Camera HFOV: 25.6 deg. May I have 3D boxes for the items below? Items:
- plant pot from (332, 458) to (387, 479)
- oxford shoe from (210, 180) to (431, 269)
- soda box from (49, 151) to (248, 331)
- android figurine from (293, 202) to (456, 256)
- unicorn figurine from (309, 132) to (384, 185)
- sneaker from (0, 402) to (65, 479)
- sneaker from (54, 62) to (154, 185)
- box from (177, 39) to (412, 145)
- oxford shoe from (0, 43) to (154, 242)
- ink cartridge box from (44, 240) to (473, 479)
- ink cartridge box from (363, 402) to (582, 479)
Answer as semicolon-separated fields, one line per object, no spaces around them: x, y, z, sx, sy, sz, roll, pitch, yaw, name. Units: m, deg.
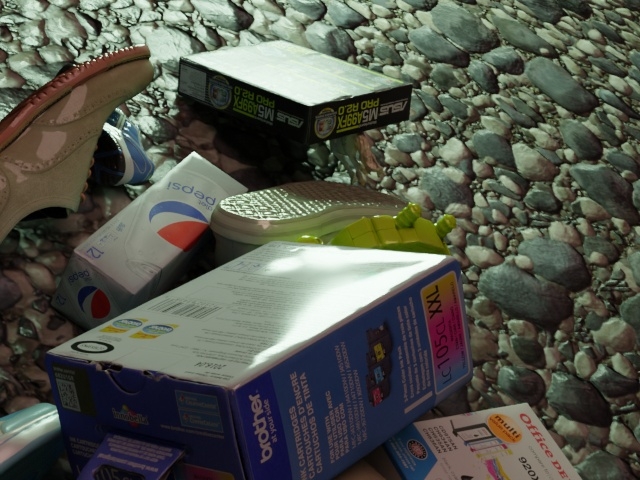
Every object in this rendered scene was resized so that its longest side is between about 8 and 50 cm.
-0.013;0.305;1.412;0.256;0.256;0.274;10;26;-24;plant pot
0.000;0.000;1.846;0.169;0.130;0.449;15;14;28;oxford shoe
-0.203;0.004;1.718;0.091;0.098;0.286;35;37;6;soda box
0.048;0.053;1.666;0.248;0.273;0.056;14;41;-41;android figurine
0.034;-0.133;2.031;0.060;0.162;0.111;-38;104;-31;unicorn figurine
-0.401;0.189;1.356;0.208;0.127;0.319;44;39;16;sneaker
-0.293;-0.148;1.862;0.081;0.080;0.211;7;44;-51;sneaker
-0.038;-0.218;2.020;0.270;0.060;0.216;24;28;37;box
-0.331;-0.103;1.714;0.397;0.140;0.146;-42;101;-33;oxford shoe
-0.076;0.137;1.377;0.270;0.151;0.395;5;21;43;ink cartridge box
0.154;0.305;1.552;0.232;0.168;0.171;-4;48;-37;ink cartridge box
